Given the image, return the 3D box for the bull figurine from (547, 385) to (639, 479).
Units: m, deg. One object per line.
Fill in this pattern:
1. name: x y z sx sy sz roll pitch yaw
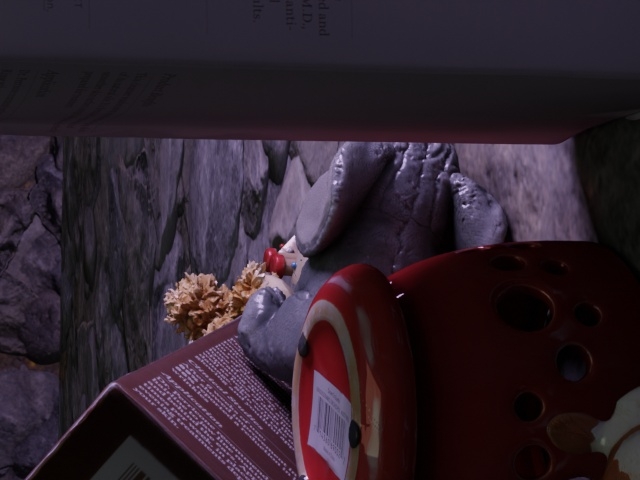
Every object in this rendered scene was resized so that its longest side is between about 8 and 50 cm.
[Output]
1. bull figurine: 0.186 0.189 0.762 0.310 0.101 0.188 -136 44 -70

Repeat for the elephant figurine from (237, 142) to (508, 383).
1. elephant figurine: 0.045 -0.008 1.168 0.186 0.169 0.239 27 103 40

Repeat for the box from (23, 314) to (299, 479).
1. box: -0.062 0.175 1.135 0.143 0.191 0.381 -48 -5 10

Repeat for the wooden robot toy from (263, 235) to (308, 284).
1. wooden robot toy: 0.000 0.000 1.443 0.173 0.076 0.079 -147 69 -70

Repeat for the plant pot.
1. plant pot: 0.083 0.093 0.981 0.191 0.174 0.191 -178 90 -73

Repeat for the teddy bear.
1. teddy bear: -0.059 0.140 1.485 0.245 0.113 0.338 60 159 -7

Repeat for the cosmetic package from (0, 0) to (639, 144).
1. cosmetic package: -0.003 -0.140 0.894 0.217 0.384 0.156 163 104 -70

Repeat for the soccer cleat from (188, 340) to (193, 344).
1. soccer cleat: -0.120 0.174 1.854 0.076 0.068 0.196 -136 45 -72
